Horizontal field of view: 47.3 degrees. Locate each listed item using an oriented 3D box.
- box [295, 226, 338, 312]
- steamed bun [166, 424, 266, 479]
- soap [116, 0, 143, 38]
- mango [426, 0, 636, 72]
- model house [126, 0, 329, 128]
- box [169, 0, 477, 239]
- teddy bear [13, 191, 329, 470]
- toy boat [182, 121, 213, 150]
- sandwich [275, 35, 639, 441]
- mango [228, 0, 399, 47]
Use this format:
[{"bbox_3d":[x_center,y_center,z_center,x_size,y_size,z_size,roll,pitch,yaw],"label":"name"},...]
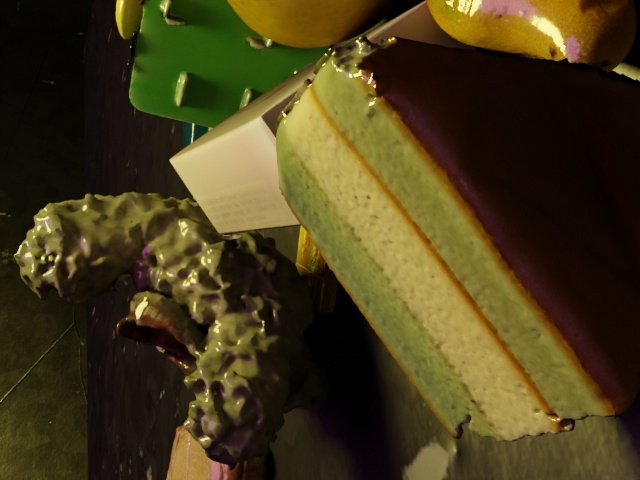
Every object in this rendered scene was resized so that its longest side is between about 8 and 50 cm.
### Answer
[{"bbox_3d":[0.000,0.000,0.874,0.089,0.022,0.156,-150,66,-63],"label":"box"},{"bbox_3d":[-0.143,0.327,1.039,0.175,0.106,0.145,4,85,51],"label":"steamed bun"},{"bbox_3d":[-0.228,-0.338,0.927,0.089,0.033,0.168,159,125,-77],"label":"soap"},{"bbox_3d":[0.146,-0.172,0.518,0.098,0.075,0.190,-40,44,-5],"label":"mango"},{"bbox_3d":[-0.102,-0.343,0.992,0.313,0.242,0.358,-96,21,-59],"label":"model house"},{"bbox_3d":[-0.002,-0.102,0.671,0.106,0.203,0.251,58,157,-14],"label":"box"},{"bbox_3d":[-0.141,0.097,0.891,0.357,0.224,0.367,38,163,12],"label":"teddy bear"},{"bbox_3d":[-0.205,-0.232,1.297,0.096,0.061,0.299,-10,77,63],"label":"toy boat"},{"bbox_3d":[0.097,0.014,0.428,0.155,0.227,0.198,140,129,-57],"label":"sandwich"},{"bbox_3d":[-0.005,-0.358,0.600,0.445,0.220,0.301,87,-168,-66],"label":"mango"}]
